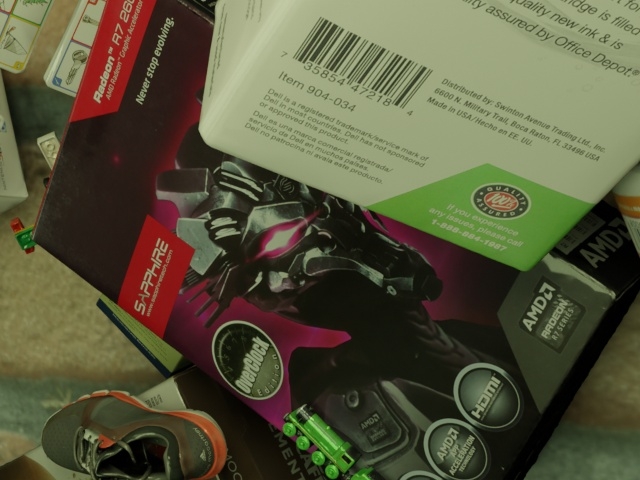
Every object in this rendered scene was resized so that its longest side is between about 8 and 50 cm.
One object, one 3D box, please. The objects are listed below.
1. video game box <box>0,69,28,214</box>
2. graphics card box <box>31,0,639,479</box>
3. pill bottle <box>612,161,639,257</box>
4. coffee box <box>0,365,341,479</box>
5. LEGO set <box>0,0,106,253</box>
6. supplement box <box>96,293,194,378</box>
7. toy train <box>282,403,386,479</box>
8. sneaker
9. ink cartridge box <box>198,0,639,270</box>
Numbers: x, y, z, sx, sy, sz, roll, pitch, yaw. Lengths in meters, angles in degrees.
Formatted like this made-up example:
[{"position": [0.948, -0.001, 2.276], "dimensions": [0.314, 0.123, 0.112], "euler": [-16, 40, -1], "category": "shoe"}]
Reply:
[{"position": [-0.329, -0.083, 1.192], "dimensions": [0.205, 0.048, 0.187], "euler": [-26, 74, 36], "category": "video game box"}, {"position": [0.000, 0.000, 0.934], "dimensions": [0.371, 0.094, 0.232], "euler": [36, 124, 15], "category": "graphics card box"}, {"position": [0.248, 0.032, 0.801], "dimensions": [0.121, 0.121, 0.216], "euler": [-16, 106, 36], "category": "pill bottle"}, {"position": [-0.135, 0.210, 1.134], "dimensions": [0.297, 0.119, 0.168], "euler": [-28, 85, 36], "category": "coffee box"}, {"position": [-0.196, -0.072, 1.079], "dimensions": [0.183, 0.060, 0.244], "euler": [20, 111, -20], "category": "LEGO set"}, {"position": [-0.107, 0.040, 1.102], "dimensions": [0.083, 0.056, 0.083], "euler": [44, 123, 15], "category": "supplement box"}, {"position": [0.011, 0.133, 0.913], "dimensions": [0.083, 0.017, 0.023], "euler": [44, 119, 10], "category": "toy train"}, {"position": [-0.141, 0.138, 1.004], "dimensions": [0.158, 0.065, 0.061], "euler": [-5, 98, 35], "category": "sneaker"}, {"position": [0.091, -0.132, 0.698], "dimensions": [0.198, 0.114, 0.273], "euler": [22, 134, -19], "category": "ink cartridge box"}]
